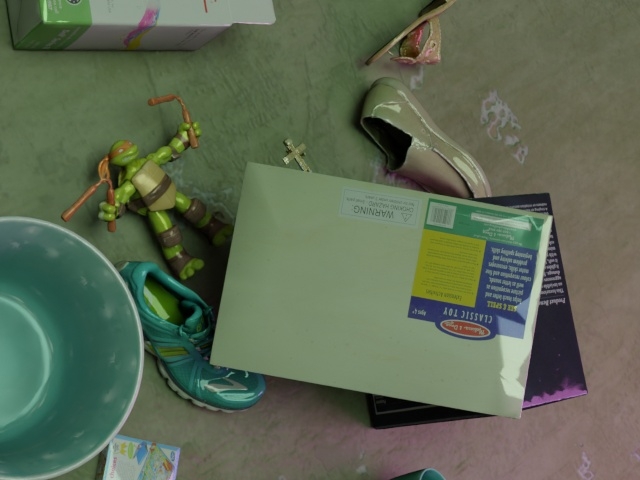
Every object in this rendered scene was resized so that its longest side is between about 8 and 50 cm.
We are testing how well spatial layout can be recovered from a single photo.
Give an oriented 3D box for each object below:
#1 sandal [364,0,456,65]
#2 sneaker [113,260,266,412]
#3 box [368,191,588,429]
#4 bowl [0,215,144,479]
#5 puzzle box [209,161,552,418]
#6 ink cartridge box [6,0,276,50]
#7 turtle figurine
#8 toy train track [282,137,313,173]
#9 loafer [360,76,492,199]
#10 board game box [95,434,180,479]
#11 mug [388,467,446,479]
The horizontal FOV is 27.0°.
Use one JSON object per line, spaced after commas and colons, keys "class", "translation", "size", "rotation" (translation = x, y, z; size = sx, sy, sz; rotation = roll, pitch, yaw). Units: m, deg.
{"class": "sandal", "translation": [0.171, -0.320, 2.127], "size": [0.079, 0.088, 0.240], "rotation": [50, 53, -7]}
{"class": "sneaker", "translation": [-0.175, 0.131, 1.783], "size": [0.275, 0.110, 0.107], "rotation": [44, 59, -18]}
{"class": "box", "translation": [0.199, 0.107, 1.922], "size": [0.183, 0.296, 0.293], "rotation": [-5, 83, -34]}
{"class": "bowl", "translation": [-0.386, 0.137, 1.613], "size": [0.312, 0.163, 0.311], "rotation": [8, 75, -31]}
{"class": "puzzle box", "translation": [0.080, 0.066, 1.732], "size": [0.409, 0.052, 0.272], "rotation": [11, 84, 1]}
{"class": "ink cartridge box", "translation": [-0.252, -0.373, 1.844], "size": [0.354, 0.119, 0.207], "rotation": [-4, 80, -33]}
{"class": "turtle figurine", "translation": [-0.230, -0.053, 1.805], "size": [0.217, 0.087, 0.269], "rotation": [54, 48, -20]}
{"class": "toy train track", "translation": [-0.026, -0.117, 1.996], "size": [0.048, 0.014, 0.083], "rotation": [-42, 103, -32]}
{"class": "loafer", "translation": [0.154, -0.128, 2.070], "size": [0.268, 0.102, 0.092], "rotation": [47, 59, -4]}
{"class": "board game box", "translation": [-0.245, 0.337, 1.740], "size": [0.103, 0.026, 0.154], "rotation": [18, 70, -29]}
{"class": "mug", "translation": [0.124, 0.397, 1.901], "size": [0.158, 0.097, 0.129], "rotation": [22, 51, -56]}
